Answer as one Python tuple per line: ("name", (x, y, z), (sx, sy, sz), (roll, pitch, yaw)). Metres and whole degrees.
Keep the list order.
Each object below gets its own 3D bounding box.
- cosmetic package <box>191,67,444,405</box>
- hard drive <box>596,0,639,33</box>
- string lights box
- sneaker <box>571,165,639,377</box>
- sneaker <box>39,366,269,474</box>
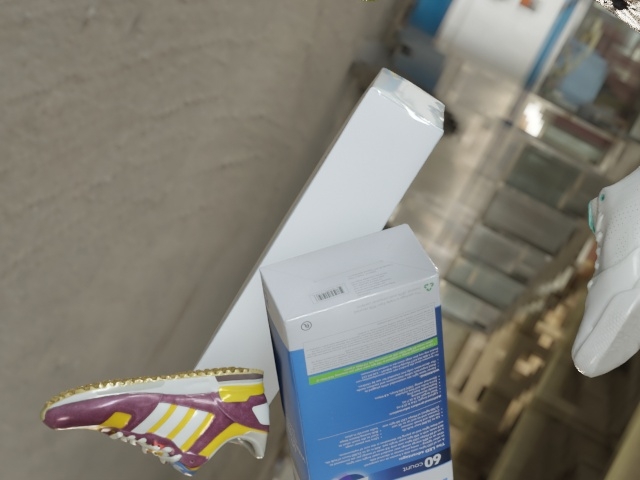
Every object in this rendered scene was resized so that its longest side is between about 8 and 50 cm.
("cosmetic package", (0.000, 0.000, 1.694), (0.377, 0.097, 0.284), (-58, -176, 11))
("hard drive", (0.353, -0.216, 1.388), (0.054, 0.172, 0.255), (-60, -165, -6))
("string lights box", (0.035, 0.124, 1.316), (0.077, 0.133, 0.259), (-119, -163, -48))
("sneaker", (0.245, 0.005, 1.239), (0.212, 0.094, 0.080), (-60, 153, 0))
("sneaker", (-0.129, 0.150, 1.239), (0.069, 0.185, 0.084), (167, -83, -73))
